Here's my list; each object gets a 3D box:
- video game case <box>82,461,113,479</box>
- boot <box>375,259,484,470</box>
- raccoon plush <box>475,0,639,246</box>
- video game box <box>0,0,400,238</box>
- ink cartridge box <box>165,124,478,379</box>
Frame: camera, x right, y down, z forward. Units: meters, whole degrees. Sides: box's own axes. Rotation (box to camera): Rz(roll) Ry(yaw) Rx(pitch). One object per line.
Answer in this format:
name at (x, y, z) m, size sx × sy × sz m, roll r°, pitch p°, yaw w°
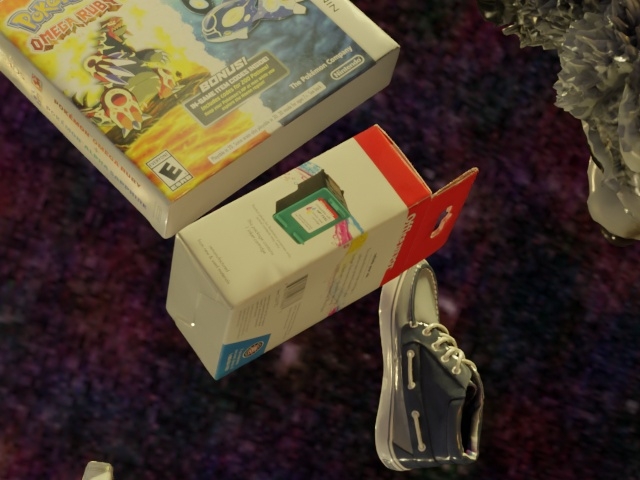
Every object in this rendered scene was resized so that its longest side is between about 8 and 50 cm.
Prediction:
video game case at (-0.140, 0.232, 0.917) m, size 0.143 × 0.019 × 0.157 m, roll -81°, pitch -2°, yaw -51°
boot at (0.100, 0.101, 1.354) m, size 0.086 × 0.069 × 0.190 m, roll -8°, pitch 73°, yaw 37°
raccoon plush at (0.213, -0.215, 0.869) m, size 0.299 × 0.216 × 0.446 m, roll -112°, pitch 20°, yaw -62°
video game box at (-0.084, -0.125, 1.030) m, size 0.187 × 0.205 × 0.048 m, roll 42°, pitch 150°, yaw 19°
ink cartridge box at (0.000, 0.000, 1.226) m, size 0.078 × 0.231 × 0.134 m, roll 53°, pitch 156°, yaw 18°
